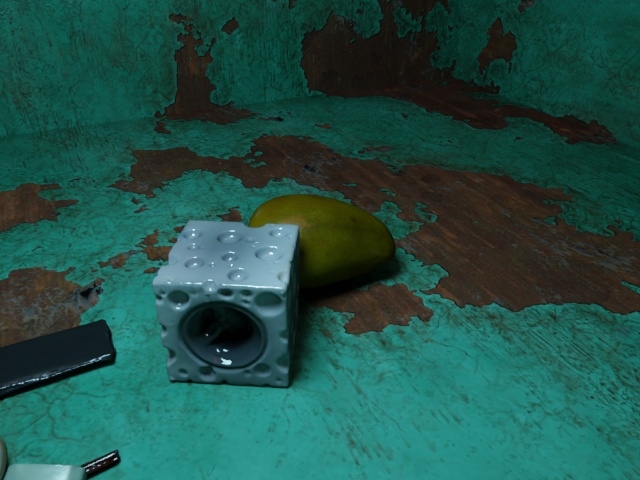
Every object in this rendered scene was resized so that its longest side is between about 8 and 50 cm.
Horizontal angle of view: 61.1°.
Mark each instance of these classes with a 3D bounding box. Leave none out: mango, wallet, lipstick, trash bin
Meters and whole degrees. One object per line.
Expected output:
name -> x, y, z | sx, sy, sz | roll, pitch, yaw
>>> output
mango -> 0.000, 0.000, 1.324 | 0.378, 0.221, 0.264 | 1, 19, -19
wallet -> -0.566, 0.239, 1.093 | 0.285, 0.030, 0.146 | -16, 32, -23
lipstick -> -0.408, 0.383, 0.865 | 0.177, 0.027, 0.027 | -18, 36, -30
trash bin -> -0.413, 0.397, 0.783 | 0.116, 0.059, 0.130 | 6, 41, -8

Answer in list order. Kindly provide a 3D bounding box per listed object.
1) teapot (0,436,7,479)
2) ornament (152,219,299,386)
teapot -> -0.615, 0.345, 0.802 | 0.268, 0.186, 0.175 | 13, 58, -35
ornament -> -0.170, 0.120, 1.093 | 0.239, 0.239, 0.239 | 3, 31, 3
